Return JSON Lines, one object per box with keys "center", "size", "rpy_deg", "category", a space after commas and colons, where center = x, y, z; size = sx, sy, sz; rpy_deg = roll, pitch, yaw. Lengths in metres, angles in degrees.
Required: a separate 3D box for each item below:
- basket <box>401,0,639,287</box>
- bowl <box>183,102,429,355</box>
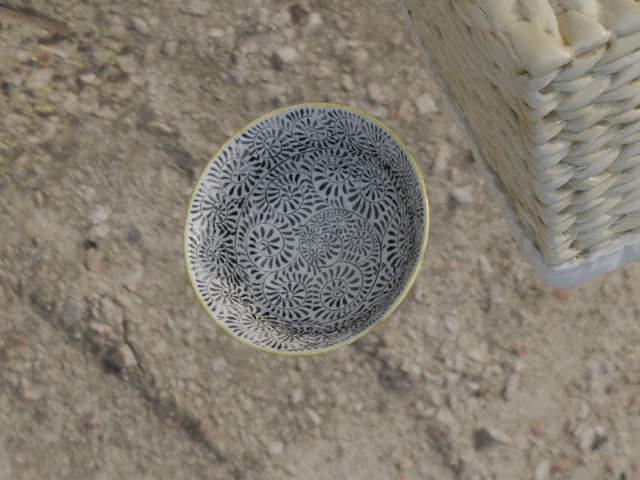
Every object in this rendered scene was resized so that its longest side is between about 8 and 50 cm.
{"center": [0.235, -0.202, 0.817], "size": [0.328, 0.331, 0.266], "rpy_deg": [-24, 147, 4], "category": "basket"}
{"center": [0.000, 0.000, 0.763], "size": [0.170, 0.170, 0.080], "rpy_deg": [-56, 156, -1], "category": "bowl"}
